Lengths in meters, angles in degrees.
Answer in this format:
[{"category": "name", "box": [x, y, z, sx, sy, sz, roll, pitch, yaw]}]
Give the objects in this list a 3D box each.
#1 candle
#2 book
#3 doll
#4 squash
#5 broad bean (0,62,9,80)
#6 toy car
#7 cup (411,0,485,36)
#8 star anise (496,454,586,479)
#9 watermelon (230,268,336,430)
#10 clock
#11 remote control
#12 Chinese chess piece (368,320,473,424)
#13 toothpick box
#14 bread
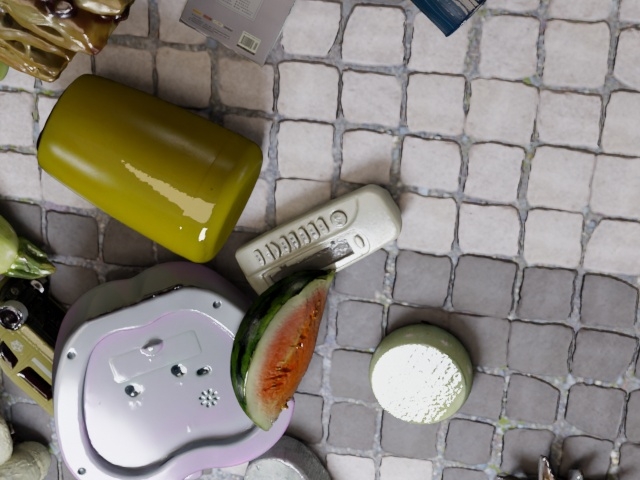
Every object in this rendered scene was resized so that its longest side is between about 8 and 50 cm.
[{"category": "candle", "box": [-0.045, 0.386, 1.943, 0.168, 0.068, 0.192, 20, 121, 2]}, {"category": "book", "box": [-0.089, -0.322, 1.650, 0.127, 0.014, 0.181, 28, 118, -1]}, {"category": "doll", "box": [-0.511, 0.302, 1.997, 0.149, 0.175, 0.278, -31, 98, -15]}, {"category": "squash", "box": [-0.506, -0.016, 1.827, 0.287, 0.137, 0.137, 39, 117, -7]}, {"category": "broad bean", "box": [-0.451, -0.247, 1.755, 0.063, 0.045, 0.083, -34, 111, 26]}, {"category": "toy car", "box": [-0.388, 0.168, 1.901, 0.257, 0.101, 0.124, 44, 118, -10]}, {"category": "cup", "box": [0.147, -0.338, 1.549, 0.138, 0.150, 0.113, 43, 151, -7]}, {"category": "star anise", "box": [0.335, 0.384, 1.858, 0.182, 0.065, 0.195, 5, 111, 6]}, {"category": "watermelon", "box": [-0.055, 0.143, 1.743, 0.119, 0.063, 0.245, 15, 101, -34]}, {"category": "clock", "box": [-0.210, 0.204, 1.812, 0.338, 0.102, 0.338, -3, 109, -10]}, {"category": "remote control", "box": [0.000, 0.001, 1.761, 0.230, 0.049, 0.090, -26, 107, 22]}, {"category": "Chinese chess piece", "box": [0.138, 0.184, 1.811, 0.144, 0.058, 0.144, 6, 118, 11]}, {"category": "toothpick box", "box": [-0.226, -0.102, 1.699, 0.271, 0.175, 0.175, 27, 118, 2]}, {"category": "bread", "box": [-0.375, -0.334, 1.558, 0.370, 0.314, 0.191, 16, 126, 0]}]
